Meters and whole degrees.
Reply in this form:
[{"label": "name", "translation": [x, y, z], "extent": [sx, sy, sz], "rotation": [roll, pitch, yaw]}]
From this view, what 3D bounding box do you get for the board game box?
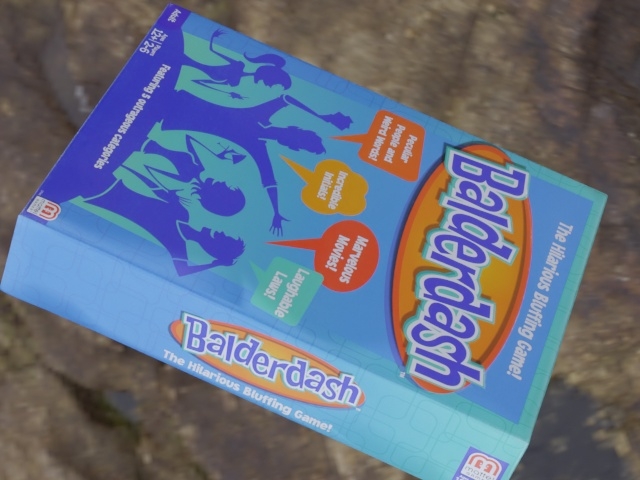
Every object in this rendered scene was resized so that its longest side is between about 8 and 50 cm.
[{"label": "board game box", "translation": [0.000, 0.000, 0.773], "extent": [0.210, 0.160, 0.047], "rotation": [24, 132, 1]}]
